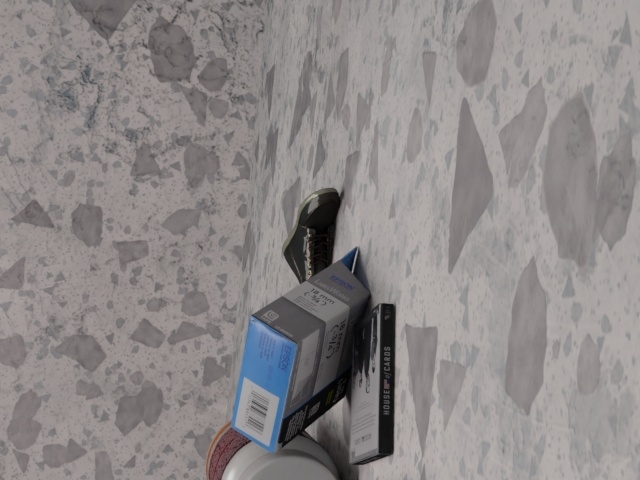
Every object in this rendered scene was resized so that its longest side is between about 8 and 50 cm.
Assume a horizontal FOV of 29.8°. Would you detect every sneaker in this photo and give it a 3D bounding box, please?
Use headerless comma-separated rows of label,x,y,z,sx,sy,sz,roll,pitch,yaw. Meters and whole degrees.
sneaker,0.000,0.000,2.413,0.118,0.083,0.222,64,146,32

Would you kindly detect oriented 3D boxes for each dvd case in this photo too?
dvd case,0.083,0.237,1.951,0.179,0.029,0.239,129,144,-70

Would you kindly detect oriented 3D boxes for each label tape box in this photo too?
label tape box,-0.004,0.185,2.110,0.333,0.106,0.241,-32,-38,-49

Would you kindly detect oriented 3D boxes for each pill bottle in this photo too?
pill bottle,-0.085,0.451,2.207,0.392,0.224,0.224,-173,88,-80
